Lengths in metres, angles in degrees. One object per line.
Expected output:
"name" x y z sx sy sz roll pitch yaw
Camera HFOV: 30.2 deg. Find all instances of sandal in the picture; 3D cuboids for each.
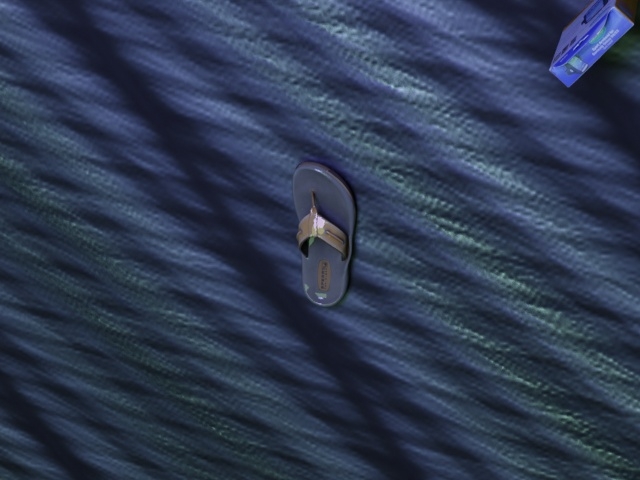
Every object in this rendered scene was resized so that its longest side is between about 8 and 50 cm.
"sandal" 0.000 0.000 1.309 0.072 0.049 0.180 8 117 17

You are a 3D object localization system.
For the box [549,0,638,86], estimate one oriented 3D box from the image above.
"box" 0.248 -0.190 1.068 0.028 0.136 0.081 40 122 -7
